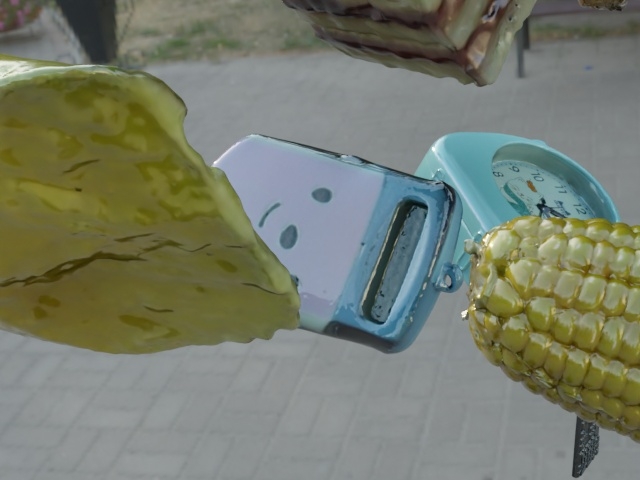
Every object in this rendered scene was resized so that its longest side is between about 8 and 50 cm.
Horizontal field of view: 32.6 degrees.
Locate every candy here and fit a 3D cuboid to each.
[{"bbox_3d":[0.107,-0.286,0.851,0.179,0.135,0.321,17,73,40],"label":"candy"}]

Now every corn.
[{"bbox_3d":[0.205,0.063,0.448,0.313,0.102,0.102,19,29,5],"label":"corn"}]

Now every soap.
[{"bbox_3d":[-0.235,-0.025,0.703,0.427,0.306,0.115,9,66,35],"label":"soap"}]

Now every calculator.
[{"bbox_3d":[0.000,0.000,1.027,0.293,0.173,0.051,17,-9,27],"label":"calculator"}]

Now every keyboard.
[{"bbox_3d":[0.311,0.176,1.256,0.013,0.204,0.061,16,31,33],"label":"keyboard"}]

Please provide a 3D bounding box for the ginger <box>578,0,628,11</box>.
[{"bbox_3d":[0.266,-0.274,0.918,0.073,0.103,0.162,31,65,1],"label":"ginger"}]

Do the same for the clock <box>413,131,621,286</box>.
[{"bbox_3d":[0.263,-0.027,1.348,0.274,0.094,0.224,1,48,-34],"label":"clock"}]
